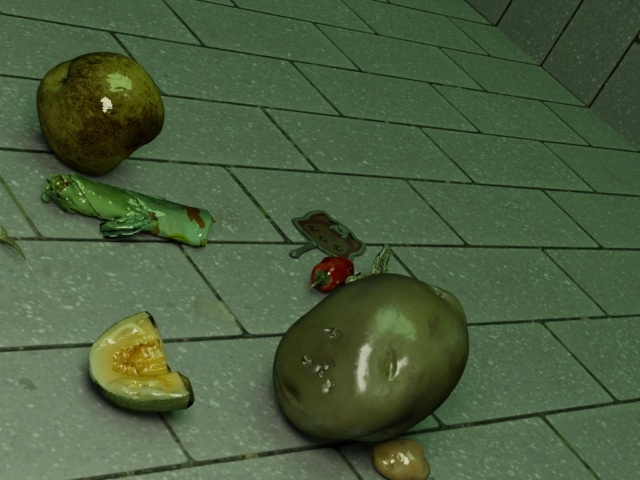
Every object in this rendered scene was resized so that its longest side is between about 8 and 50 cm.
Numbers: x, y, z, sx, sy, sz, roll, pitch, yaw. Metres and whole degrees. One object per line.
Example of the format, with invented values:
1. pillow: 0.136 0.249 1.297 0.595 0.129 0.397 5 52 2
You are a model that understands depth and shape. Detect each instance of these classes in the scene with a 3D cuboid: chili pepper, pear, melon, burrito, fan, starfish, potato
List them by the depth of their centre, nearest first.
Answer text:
1. melon: -0.235 0.172 1.625 0.128 0.079 0.160 -8 43 -26
2. potato: 0.112 0.306 1.771 0.083 0.062 0.068 1 14 -10
3. potato: 0.080 0.160 1.782 0.326 0.243 0.221 -14 63 -51
4. burrito: -0.285 -0.037 1.962 0.288 0.054 0.104 17 31 -30
5. pear: -0.352 -0.210 2.020 0.197 0.197 0.197 24 27 -13
6. chili pepper: 0.022 0.053 2.125 0.059 0.050 0.191 19 16 13
7. starfish: 0.130 0.096 2.163 0.176 0.053 0.208 44 28 9
8. fan: 0.000 0.000 2.243 0.132 0.009 0.220 37 26 14

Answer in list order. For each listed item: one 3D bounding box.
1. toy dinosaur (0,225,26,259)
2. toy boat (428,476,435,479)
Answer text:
1. toy dinosaur: -0.447 -0.009 1.760 0.113 0.026 0.041 35 7 30
2. toy boat: 0.177 0.429 1.581 0.134 0.092 0.299 21 27 -27
